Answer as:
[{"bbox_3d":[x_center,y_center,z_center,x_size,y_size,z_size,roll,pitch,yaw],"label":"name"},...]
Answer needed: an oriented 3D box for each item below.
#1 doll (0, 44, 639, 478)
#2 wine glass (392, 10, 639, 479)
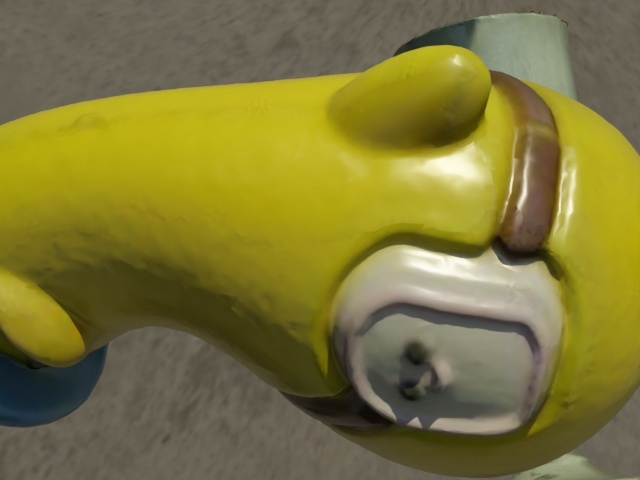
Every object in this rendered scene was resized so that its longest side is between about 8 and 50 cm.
[{"bbox_3d":[0.000,0.000,0.590,0.363,0.145,0.199,3,139,4],"label":"doll"},{"bbox_3d":[0.095,0.012,0.820,0.103,0.103,0.231,-9,79,7],"label":"wine glass"}]
